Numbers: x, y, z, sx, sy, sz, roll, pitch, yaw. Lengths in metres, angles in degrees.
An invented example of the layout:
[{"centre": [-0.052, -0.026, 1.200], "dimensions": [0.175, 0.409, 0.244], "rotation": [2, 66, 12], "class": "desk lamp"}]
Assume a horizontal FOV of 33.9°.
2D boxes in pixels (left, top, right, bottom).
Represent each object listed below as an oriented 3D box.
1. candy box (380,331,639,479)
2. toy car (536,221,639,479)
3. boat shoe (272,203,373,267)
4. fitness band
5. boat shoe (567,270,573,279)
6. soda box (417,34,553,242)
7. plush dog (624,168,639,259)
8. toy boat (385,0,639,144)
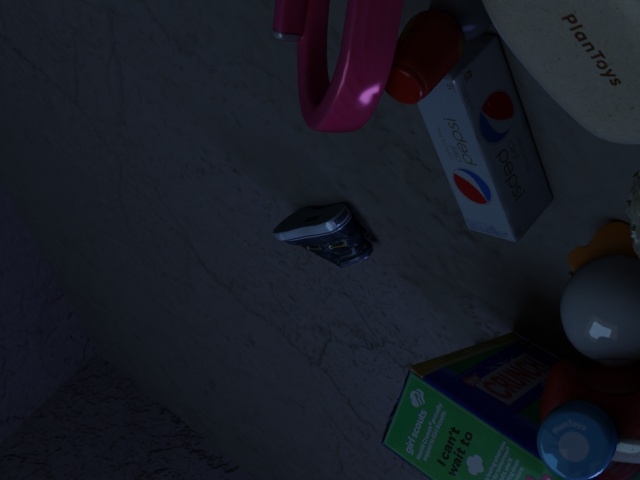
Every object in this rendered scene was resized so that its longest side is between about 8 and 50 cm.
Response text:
[{"centre": [0.275, 0.248, 1.232], "dimensions": [0.317, 0.268, 0.122], "rotation": [30, 112, 30], "class": "candy box"}, {"centre": [0.323, 0.100, 1.056], "dimensions": [0.210, 0.219, 0.238], "rotation": [-2, 94, 25], "class": "toy car"}, {"centre": [0.000, 0.000, 1.526], "dimensions": [0.083, 0.065, 0.183], "rotation": [54, 155, -17], "class": "boat shoe"}, {"centre": [0.016, -0.241, 0.931], "dimensions": [0.209, 0.054, 0.291], "rotation": [-133, 47, -63], "class": "fitness band"}, {"centre": [0.318, 0.083, 1.169], "dimensions": [0.043, 0.049, 0.137], "rotation": [-27, 110, 21], "class": "boat shoe"}, {"centre": [0.164, -0.103, 1.070], "dimensions": [0.069, 0.074, 0.216], "rotation": [20, 147, 45], "class": "soda box"}, {"centre": [0.339, 0.019, 0.881], "dimensions": [0.262, 0.210, 0.225], "rotation": [84, 162, -54], "class": "plush dog"}, {"centre": [0.183, -0.193, 0.835], "dimensions": [0.318, 0.148, 0.267], "rotation": [-4, 133, 51], "class": "toy boat"}]
